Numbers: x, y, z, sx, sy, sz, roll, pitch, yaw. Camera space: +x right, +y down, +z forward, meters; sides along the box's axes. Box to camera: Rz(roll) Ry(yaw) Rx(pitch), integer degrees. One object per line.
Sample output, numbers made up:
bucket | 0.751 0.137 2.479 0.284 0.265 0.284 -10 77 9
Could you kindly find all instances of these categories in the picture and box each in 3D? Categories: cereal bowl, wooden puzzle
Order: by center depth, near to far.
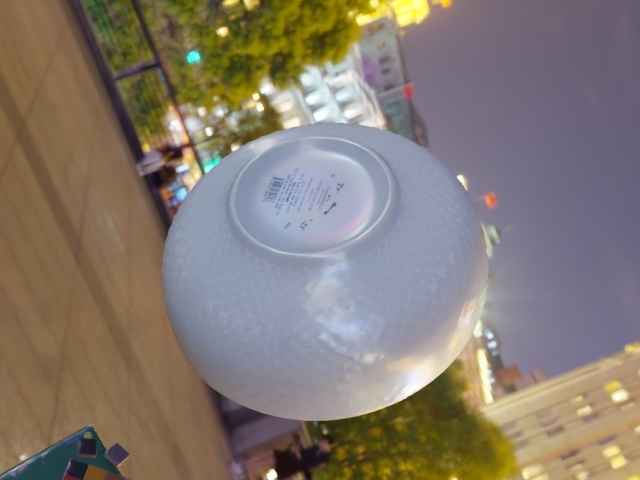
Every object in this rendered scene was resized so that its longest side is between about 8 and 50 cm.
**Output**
wooden puzzle | -0.108 0.136 0.470 0.083 0.049 0.006 -78 -166 -49
cereal bowl | 0.000 0.000 0.956 0.141 0.339 0.339 81 -11 -51

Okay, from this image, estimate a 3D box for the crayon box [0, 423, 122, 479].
crayon box | -0.257 0.403 0.853 0.363 0.313 0.106 54 -26 18
